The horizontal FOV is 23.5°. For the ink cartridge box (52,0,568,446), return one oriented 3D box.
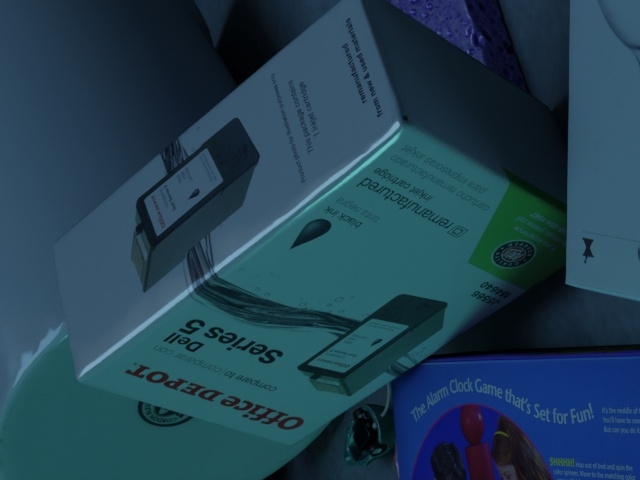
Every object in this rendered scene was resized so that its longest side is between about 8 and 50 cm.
[{"bbox_3d":[0.000,0.000,0.945,0.273,0.198,0.115,-37,50,27],"label":"ink cartridge box"}]

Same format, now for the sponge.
[{"bbox_3d":[0.078,-0.148,1.070,0.117,0.031,0.210,-47,53,53],"label":"sponge"}]

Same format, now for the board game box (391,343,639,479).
[{"bbox_3d":[0.167,0.178,0.891,0.347,0.078,0.233,-10,85,62],"label":"board game box"}]

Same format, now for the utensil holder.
[{"bbox_3d":[-0.178,-0.004,1.266,0.385,0.327,0.328,60,142,38],"label":"utensil holder"}]

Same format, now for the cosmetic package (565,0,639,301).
[{"bbox_3d":[0.256,-0.096,0.677,0.377,0.097,0.284,13,107,61],"label":"cosmetic package"}]

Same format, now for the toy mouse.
[{"bbox_3d":[0.058,0.165,1.146,0.161,0.031,0.143,12,105,61],"label":"toy mouse"}]
